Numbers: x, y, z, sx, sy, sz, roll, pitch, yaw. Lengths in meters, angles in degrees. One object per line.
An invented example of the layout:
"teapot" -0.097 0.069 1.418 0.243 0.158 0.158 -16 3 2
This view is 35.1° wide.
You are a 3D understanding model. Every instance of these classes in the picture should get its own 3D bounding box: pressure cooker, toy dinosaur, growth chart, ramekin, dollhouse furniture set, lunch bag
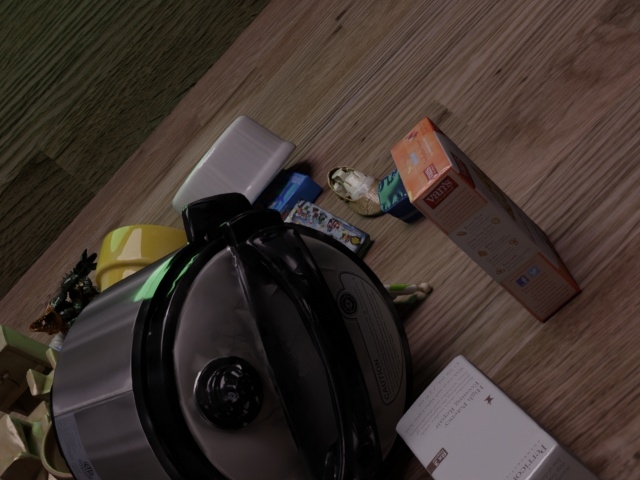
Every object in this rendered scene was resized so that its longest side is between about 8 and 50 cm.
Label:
"pressure cooker" -0.094 0.177 1.229 0.420 0.370 0.376 -26 36 52
"toy dinosaur" -0.590 0.166 2.457 0.218 0.164 0.322 -41 18 24
"growth chart" 0.022 0.082 1.466 0.237 0.172 0.021 -15 76 57
"ramekin" -0.185 -0.128 2.099 0.277 0.135 0.277 -51 4 5
"dollhouse furniture set" -0.565 0.393 2.068 0.362 0.256 0.394 -47 43 9
"lunch bag" 0.145 -0.078 1.582 0.098 0.065 0.067 -36 46 36

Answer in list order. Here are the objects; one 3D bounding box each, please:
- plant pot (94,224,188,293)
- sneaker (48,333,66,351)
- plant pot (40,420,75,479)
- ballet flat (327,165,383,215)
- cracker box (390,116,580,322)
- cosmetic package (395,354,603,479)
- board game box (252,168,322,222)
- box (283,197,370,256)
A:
"plant pot" -0.311 0.132 1.911 0.254 0.254 0.239 -24 49 47
"sneaker" -0.592 0.280 2.400 0.237 0.085 0.086 10 84 64
"plant pot" -0.356 0.343 1.753 0.237 0.110 0.237 -20 34 14
"ballet flat" 0.060 -0.092 1.763 0.073 0.067 0.206 -51 22 -7
"cracker box" 0.192 -0.027 1.191 0.067 0.232 0.156 -43 23 16
"cosmetic package" 0.175 0.219 1.029 0.117 0.085 0.231 -50 21 0
"board game box" -0.101 -0.043 2.017 0.210 0.047 0.160 -51 22 -6
"box" 0.000 0.000 1.662 0.094 0.137 0.027 -57 -19 -15
